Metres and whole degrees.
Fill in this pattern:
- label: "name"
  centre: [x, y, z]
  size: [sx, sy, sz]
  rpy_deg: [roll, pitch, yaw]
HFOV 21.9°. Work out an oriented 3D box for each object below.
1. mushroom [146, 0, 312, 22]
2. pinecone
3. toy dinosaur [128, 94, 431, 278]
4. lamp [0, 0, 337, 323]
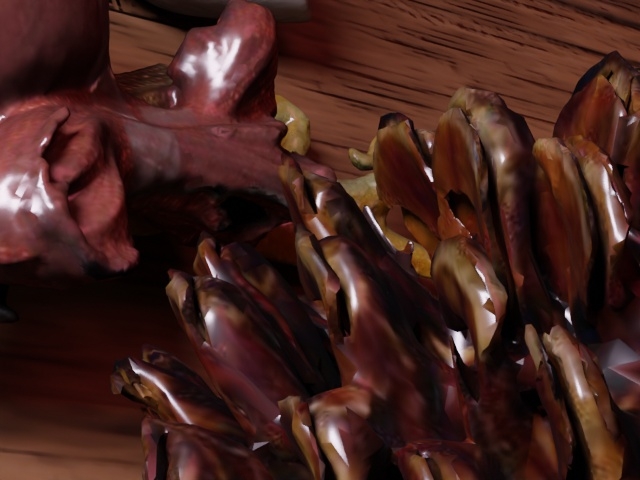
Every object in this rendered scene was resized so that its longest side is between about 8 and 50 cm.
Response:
- label: "mushroom"
  centre: [-0.100, -0.158, 0.705]
  size: [0.225, 0.093, 0.116]
  rpy_deg: [13, 23, -15]
- label: "pinecone"
  centre: [0.042, 0.059, 0.439]
  size: [0.221, 0.221, 0.221]
  rpy_deg: [23, 34, -17]
- label: "toy dinosaur"
  centre: [0.000, 0.000, 0.634]
  size: [0.162, 0.039, 0.126]
  rpy_deg: [41, 44, 4]
- label: "lamp"
  centre: [-0.124, -0.065, 0.516]
  size: [0.215, 0.151, 0.223]
  rpy_deg: [-31, 96, -57]
